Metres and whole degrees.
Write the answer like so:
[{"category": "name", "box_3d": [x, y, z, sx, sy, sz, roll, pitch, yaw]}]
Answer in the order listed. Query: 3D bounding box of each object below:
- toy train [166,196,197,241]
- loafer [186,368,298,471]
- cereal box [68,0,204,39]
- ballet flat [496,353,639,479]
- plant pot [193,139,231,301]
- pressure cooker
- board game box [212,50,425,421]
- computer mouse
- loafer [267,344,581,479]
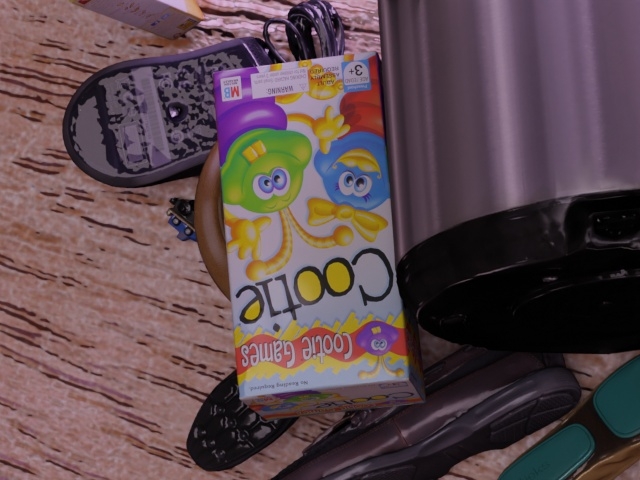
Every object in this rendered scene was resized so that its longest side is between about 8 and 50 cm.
[{"category": "toy train", "box_3d": [-0.086, 0.015, 1.771, 0.158, 0.027, 0.036, 40, 109, 13]}, {"category": "loafer", "box_3d": [-0.030, 0.127, 1.721, 0.223, 0.078, 0.076, -45, 75, 5]}, {"category": "cereal box", "box_3d": [-0.200, -0.278, 1.704, 0.047, 0.240, 0.173, -31, 80, 13]}, {"category": "ballet flat", "box_3d": [0.253, 0.171, 1.647, 0.232, 0.073, 0.080, -37, 47, 12]}, {"category": "plant pot", "box_3d": [0.000, -0.032, 1.681, 0.236, 0.032, 0.236, -2, 77, 7]}, {"category": "pressure cooker", "box_3d": [0.232, -0.143, 1.498, 0.375, 0.370, 0.420, -10, 73, 21]}, {"category": "board game box", "box_3d": [0.000, 0.000, 1.584, 0.144, 0.142, 0.275, -7, 77, 7]}, {"category": "computer mouse", "box_3d": [-0.103, -0.112, 1.764, 0.272, 0.072, 0.188, -8, 83, 3]}, {"category": "loafer", "box_3d": [0.082, 0.164, 1.689, 0.302, 0.109, 0.095, -26, 62, 8]}]
